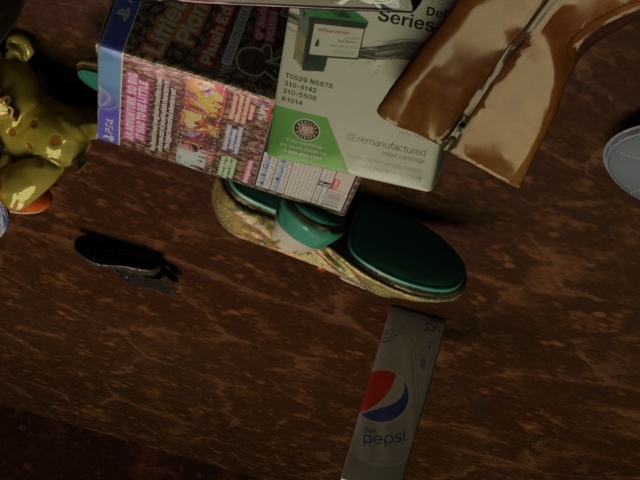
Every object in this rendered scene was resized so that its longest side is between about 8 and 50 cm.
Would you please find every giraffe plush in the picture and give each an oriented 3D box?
[{"bbox_3d":[-0.365,-0.153,1.808,0.170,0.181,0.210,48,160,-17],"label":"giraffe plush"}]

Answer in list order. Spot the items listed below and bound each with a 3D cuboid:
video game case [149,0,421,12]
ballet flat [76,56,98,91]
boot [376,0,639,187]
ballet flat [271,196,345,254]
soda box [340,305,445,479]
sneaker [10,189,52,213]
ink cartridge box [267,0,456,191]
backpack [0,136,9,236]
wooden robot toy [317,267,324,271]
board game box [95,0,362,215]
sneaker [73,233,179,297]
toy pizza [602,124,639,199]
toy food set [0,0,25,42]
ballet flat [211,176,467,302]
[{"bbox_3d":[-0.064,-0.303,1.209,0.274,0.035,0.248,7,131,24],"label":"video game case"},{"bbox_3d":[-0.163,-0.171,1.709,0.232,0.073,0.080,25,162,-5],"label":"ballet flat"},{"bbox_3d":[0.220,-0.153,1.221,0.264,0.096,0.280,21,119,-12],"label":"boot"},{"bbox_3d":[-0.018,-0.029,1.749,0.083,0.087,0.247,31,-162,-9],"label":"ballet flat"},{"bbox_3d":[0.110,0.252,2.262,0.091,0.286,0.098,15,159,6],"label":"soda box"},{"bbox_3d":[-0.461,-0.088,2.148,0.175,0.064,0.067,25,148,-29],"label":"sneaker"},{"bbox_3d":[0.050,-0.174,1.338,0.160,0.092,0.219,12,115,7],"label":"ink cartridge box"},{"bbox_3d":[-0.573,-0.106,1.967,0.355,0.273,0.290,17,143,-37],"label":"backpack"},{"bbox_3d":[0.000,0.000,2.002,0.173,0.079,0.076,6,157,23],"label":"wooden robot toy"},{"bbox_3d":[-0.075,-0.167,1.552,0.291,0.141,0.232,17,159,-3],"label":"board game box"},{"bbox_3d":[-0.308,0.042,2.372,0.170,0.051,0.089,13,154,-2],"label":"sneaker"},{"bbox_3d":[0.399,-0.081,1.573,0.201,0.032,0.201,14,158,6],"label":"toy pizza"},{"bbox_3d":[-0.416,-0.252,1.451,0.219,0.306,0.092,17,117,-5],"label":"toy food set"},{"bbox_3d":[0.019,-0.003,1.920,0.348,0.123,0.123,24,158,-6],"label":"ballet flat"}]
